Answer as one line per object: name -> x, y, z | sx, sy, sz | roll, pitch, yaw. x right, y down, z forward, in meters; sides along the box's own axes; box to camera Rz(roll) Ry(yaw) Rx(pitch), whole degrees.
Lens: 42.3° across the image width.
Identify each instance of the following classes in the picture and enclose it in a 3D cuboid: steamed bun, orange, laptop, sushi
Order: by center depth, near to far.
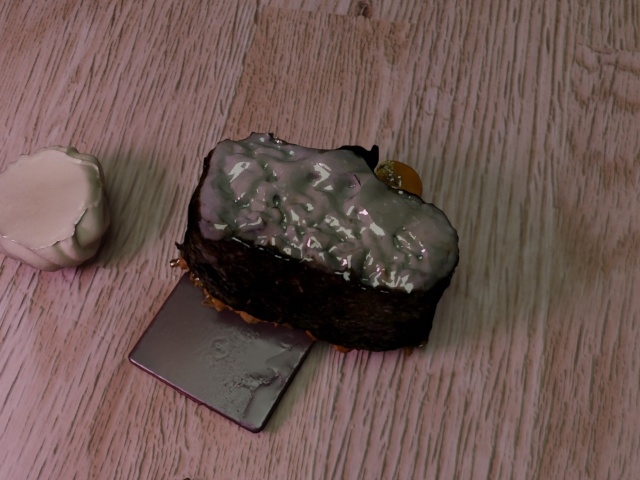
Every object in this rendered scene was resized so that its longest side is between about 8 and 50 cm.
sushi -> 0.000, 0.000, 1.046 | 0.348, 0.207, 0.234 | 22, 50, 5
laptop -> -0.127, 0.141, 1.077 | 0.207, 0.026, 0.154 | 25, 69, 17
steamed bun -> -0.370, -0.039, 1.140 | 0.183, 0.106, 0.183 | -3, 64, 6
orange -> 0.102, -0.071, 1.146 | 0.086, 0.062, 0.086 | -1, 65, 1

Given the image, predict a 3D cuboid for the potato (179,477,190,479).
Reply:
potato -> -0.161, 0.361, 0.838 | 0.112, 0.255, 0.269 | -22, 64, -8
